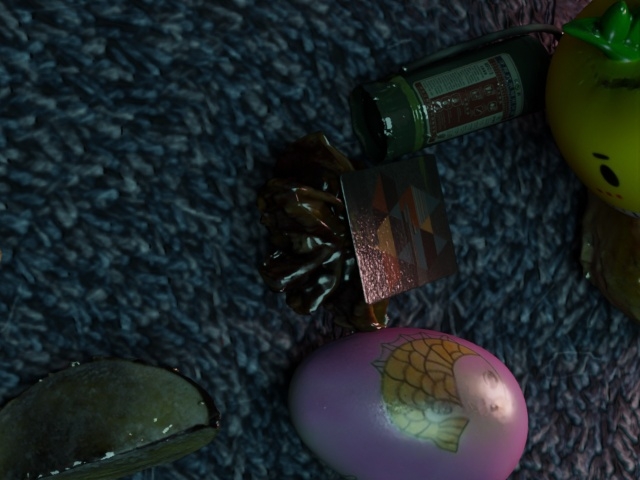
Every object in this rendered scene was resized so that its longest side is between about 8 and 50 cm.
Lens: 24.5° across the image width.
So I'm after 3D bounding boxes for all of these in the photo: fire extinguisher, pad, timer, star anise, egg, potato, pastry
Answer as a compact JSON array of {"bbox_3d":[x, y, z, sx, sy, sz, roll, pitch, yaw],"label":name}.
[{"bbox_3d":[0.183,-0.171,1.635,0.294,0.093,0.118,-19,110,-16],"label":"fire extinguisher"},{"bbox_3d":[0.089,-0.016,1.595,0.211,0.003,0.143,-17,96,-56],"label":"pad"},{"bbox_3d":[0.344,-0.172,1.515,0.285,0.285,0.285,-4,101,-20],"label":"timer"},{"bbox_3d":[0.000,0.000,1.572,0.126,0.190,0.220,-12,109,24],"label":"star anise"},{"bbox_3d":[0.096,0.194,1.618,0.271,0.196,0.196,0,100,-16],"label":"egg"},{"bbox_3d":[-0.236,0.197,1.565,0.261,0.100,0.120,-16,66,-3],"label":"potato"},{"bbox_3d":[0.460,-0.032,1.741,0.330,0.136,0.329,-3,100,-21],"label":"pastry"}]

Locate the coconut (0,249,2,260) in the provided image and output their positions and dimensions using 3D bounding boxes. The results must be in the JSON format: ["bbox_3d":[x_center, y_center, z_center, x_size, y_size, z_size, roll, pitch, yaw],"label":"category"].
[{"bbox_3d":[-0.393,0.021,1.426,0.161,0.161,0.162,16,92,-22],"label":"coconut"}]
